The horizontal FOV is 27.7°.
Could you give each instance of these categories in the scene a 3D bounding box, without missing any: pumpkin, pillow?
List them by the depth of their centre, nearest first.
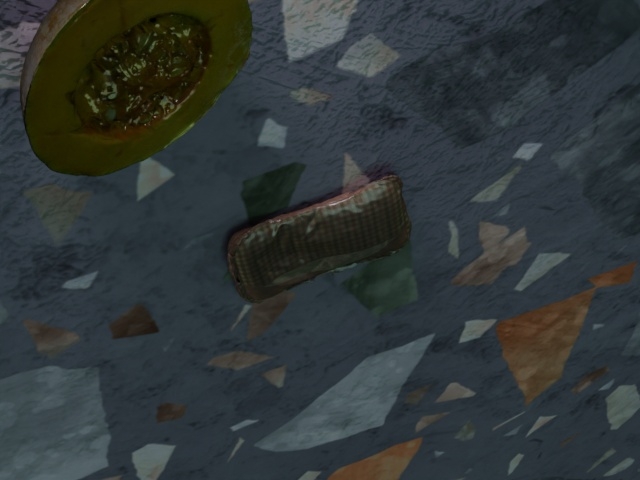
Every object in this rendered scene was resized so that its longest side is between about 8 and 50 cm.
[{"bbox_3d":[-0.169,-0.161,1.087,0.217,0.110,0.217,-27,144,-21],"label":"pumpkin"},{"bbox_3d":[0.000,0.002,1.433,0.211,0.034,0.135,-22,145,-4],"label":"pillow"}]
